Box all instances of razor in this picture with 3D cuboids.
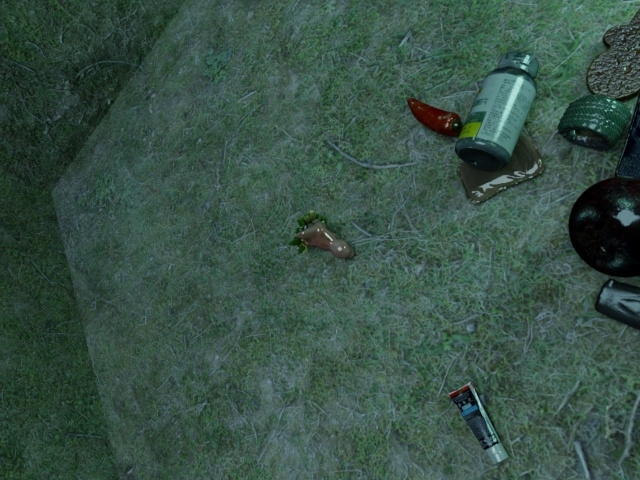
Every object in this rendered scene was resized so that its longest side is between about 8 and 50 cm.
[{"bbox_3d":[0.688,0.145,0.971,0.148,0.054,0.090,24,94,37],"label":"razor"}]

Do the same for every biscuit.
[{"bbox_3d":[0.748,-0.442,1.059,0.180,0.039,0.236,47,108,30],"label":"biscuit"}]

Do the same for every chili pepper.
[{"bbox_3d":[0.343,-0.359,1.311,0.071,0.063,0.272,-58,43,14],"label":"chili pepper"}]

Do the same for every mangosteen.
[{"bbox_3d":[0.657,-0.038,0.953,0.216,0.216,0.216,-8,76,34],"label":"mangosteen"}]

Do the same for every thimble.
[{"bbox_3d":[0.644,-0.277,1.046,0.090,0.118,0.135,-62,16,4],"label":"thimble"}]

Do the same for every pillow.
[{"bbox_3d":[0.482,-0.193,1.200,0.211,0.034,0.135,-25,62,28],"label":"pillow"}]

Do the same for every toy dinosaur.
[{"bbox_3d":[-0.005,0.005,1.432,0.152,0.194,0.177,-55,34,3],"label":"toy dinosaur"}]

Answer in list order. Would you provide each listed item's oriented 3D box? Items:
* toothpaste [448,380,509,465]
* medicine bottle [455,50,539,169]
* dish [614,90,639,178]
[{"bbox_3d":[0.403,0.458,1.120,0.071,0.045,0.193,-37,55,15],"label":"toothpaste"},{"bbox_3d":[0.469,-0.341,1.159,0.141,0.141,0.293,20,82,36],"label":"medicine bottle"},{"bbox_3d":[0.778,-0.223,0.968,0.182,0.080,0.243,18,93,37],"label":"dish"}]
